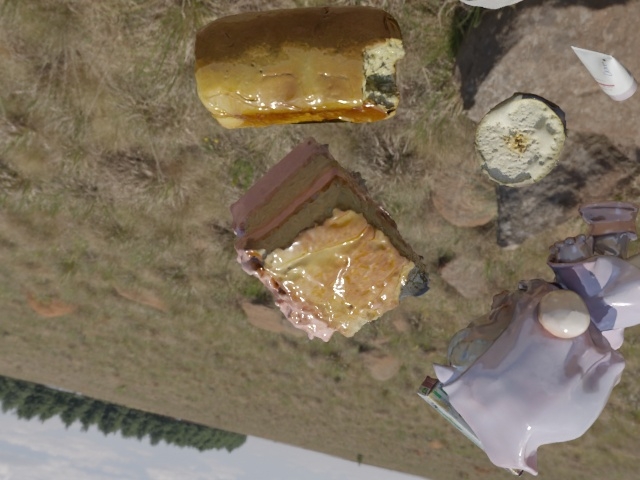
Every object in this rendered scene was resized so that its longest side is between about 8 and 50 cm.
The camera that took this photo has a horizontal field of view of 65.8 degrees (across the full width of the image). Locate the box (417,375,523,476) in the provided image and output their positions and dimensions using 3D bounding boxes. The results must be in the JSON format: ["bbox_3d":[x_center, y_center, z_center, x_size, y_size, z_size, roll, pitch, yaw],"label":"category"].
[{"bbox_3d":[0.254,0.309,0.829,0.207,0.041,0.050,42,169,-2],"label":"box"}]

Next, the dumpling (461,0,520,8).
[{"bbox_3d":[0.326,-0.566,1.027,0.293,0.163,0.204,20,139,-5],"label":"dumpling"}]

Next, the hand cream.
[{"bbox_3d":[0.851,-0.501,1.463,0.248,0.083,0.133,19,-163,-35],"label":"hand cream"}]

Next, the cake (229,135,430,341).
[{"bbox_3d":[0.000,0.000,1.013,0.293,0.306,0.314,-37,128,9],"label":"cake"}]

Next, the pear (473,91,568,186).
[{"bbox_3d":[0.567,-0.292,1.456,0.267,0.266,0.178,10,-169,6],"label":"pear"}]

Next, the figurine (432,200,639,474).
[{"bbox_3d":[0.228,0.079,0.458,0.133,0.276,0.200,44,177,15],"label":"figurine"}]

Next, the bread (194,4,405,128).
[{"bbox_3d":[-0.033,-0.296,0.832,0.344,0.195,0.149,-4,166,3],"label":"bread"}]
